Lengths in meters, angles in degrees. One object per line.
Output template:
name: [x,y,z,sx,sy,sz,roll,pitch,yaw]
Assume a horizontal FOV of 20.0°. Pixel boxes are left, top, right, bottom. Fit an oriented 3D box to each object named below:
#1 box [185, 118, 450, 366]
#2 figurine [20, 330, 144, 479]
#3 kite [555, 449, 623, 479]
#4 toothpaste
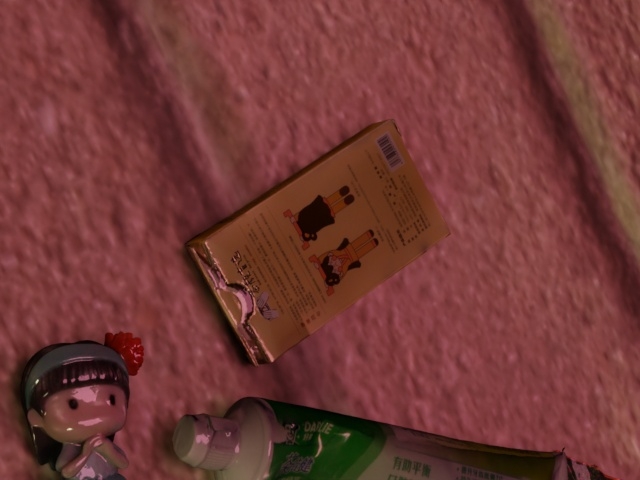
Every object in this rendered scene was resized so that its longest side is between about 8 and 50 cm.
box: [0.000,0.000,0.935,0.149,0.020,0.073,-33,101,-35]
figurine: [-0.104,0.096,0.827,0.060,0.047,0.106,-4,85,-26]
kite: [0.206,0.171,1.042,0.190,0.010,0.159,22,61,-28]
toothpaste: [0.033,0.123,0.920,0.248,0.047,0.078,17,76,-34]
